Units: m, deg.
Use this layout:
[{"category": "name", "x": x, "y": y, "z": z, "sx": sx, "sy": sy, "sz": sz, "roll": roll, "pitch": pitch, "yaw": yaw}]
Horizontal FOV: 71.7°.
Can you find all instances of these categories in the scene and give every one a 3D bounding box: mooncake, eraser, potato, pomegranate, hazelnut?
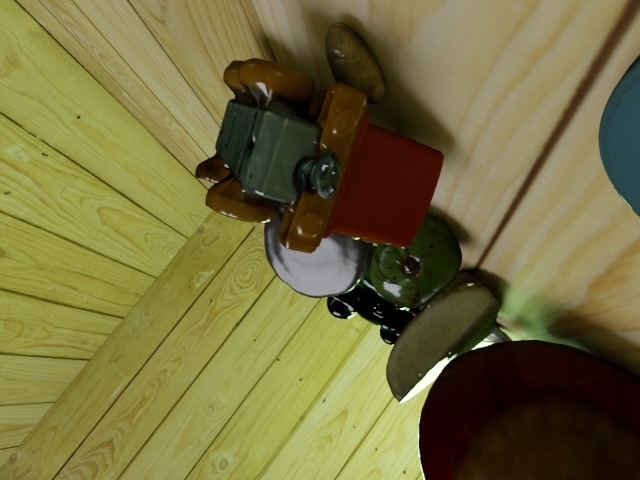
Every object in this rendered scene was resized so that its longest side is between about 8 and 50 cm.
[{"category": "mooncake", "x": 0.000, "y": 0.000, "z": 0.918, "sx": 0.245, "sy": 0.245, "sz": 0.133, "roll": 37, "pitch": -151, "yaw": 6}, {"category": "eraser", "x": 0.363, "y": 0.214, "z": 1.115, "sx": 0.204, "sy": 0.059, "sz": 0.243, "roll": 35, "pitch": 168, "yaw": 14}, {"category": "potato", "x": 0.032, "y": -0.170, "z": 0.437, "sx": 0.046, "sy": 0.045, "sz": 0.092, "roll": -16, "pitch": 140, "yaw": 34}, {"category": "pomegranate", "x": 0.136, "y": 0.014, "z": 0.728, "sx": 0.131, "sy": 0.152, "sz": 0.191, "roll": 37, "pitch": -164, "yaw": -41}, {"category": "hazelnut", "x": 0.381, "y": 0.341, "z": 0.721, "sx": 0.429, "sy": 0.402, "sz": 0.402, "roll": 18, "pitch": 167, "yaw": 16}, {"category": "potato", "x": 0.215, "y": 0.191, "z": 0.862, "sx": 0.112, "sy": 0.255, "sz": 0.269, "roll": 47, "pitch": 178, "yaw": 31}]

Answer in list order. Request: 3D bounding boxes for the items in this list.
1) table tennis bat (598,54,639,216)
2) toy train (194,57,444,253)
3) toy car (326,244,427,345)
[{"category": "table tennis bat", "x": 0.246, "y": -0.051, "z": 0.195, "sx": 0.215, "sy": 0.044, "sz": 0.329, "roll": 34, "pitch": 174, "yaw": 31}, {"category": "toy train", "x": -0.014, "y": -0.099, "z": 0.533, "sx": 0.231, "sy": 0.163, "sz": 0.369, "roll": 16, "pitch": -167, "yaw": -24}, {"category": "toy car", "x": 0.122, "y": 0.097, "z": 1.102, "sx": 0.358, "sy": 0.176, "sz": 0.213, "roll": 25, "pitch": 145, "yaw": 24}]
